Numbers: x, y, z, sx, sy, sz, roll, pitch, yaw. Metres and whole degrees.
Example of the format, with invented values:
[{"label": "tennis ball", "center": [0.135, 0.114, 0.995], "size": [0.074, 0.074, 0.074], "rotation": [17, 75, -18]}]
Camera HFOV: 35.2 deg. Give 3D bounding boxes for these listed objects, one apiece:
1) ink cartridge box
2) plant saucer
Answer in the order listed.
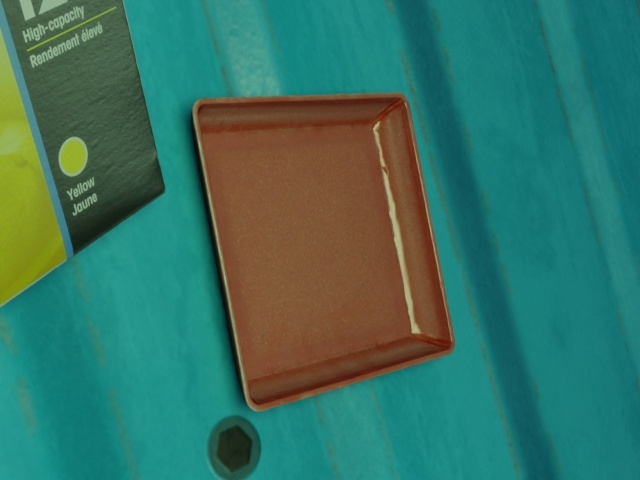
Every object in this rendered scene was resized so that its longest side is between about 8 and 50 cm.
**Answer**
[{"label": "ink cartridge box", "center": [-0.239, -0.101, 0.617], "size": [0.303, 0.072, 0.307], "rotation": [-41, 135, -42]}, {"label": "plant saucer", "center": [0.000, 0.000, 0.907], "size": [0.258, 0.048, 0.259], "rotation": [-9, 88, -42]}]
